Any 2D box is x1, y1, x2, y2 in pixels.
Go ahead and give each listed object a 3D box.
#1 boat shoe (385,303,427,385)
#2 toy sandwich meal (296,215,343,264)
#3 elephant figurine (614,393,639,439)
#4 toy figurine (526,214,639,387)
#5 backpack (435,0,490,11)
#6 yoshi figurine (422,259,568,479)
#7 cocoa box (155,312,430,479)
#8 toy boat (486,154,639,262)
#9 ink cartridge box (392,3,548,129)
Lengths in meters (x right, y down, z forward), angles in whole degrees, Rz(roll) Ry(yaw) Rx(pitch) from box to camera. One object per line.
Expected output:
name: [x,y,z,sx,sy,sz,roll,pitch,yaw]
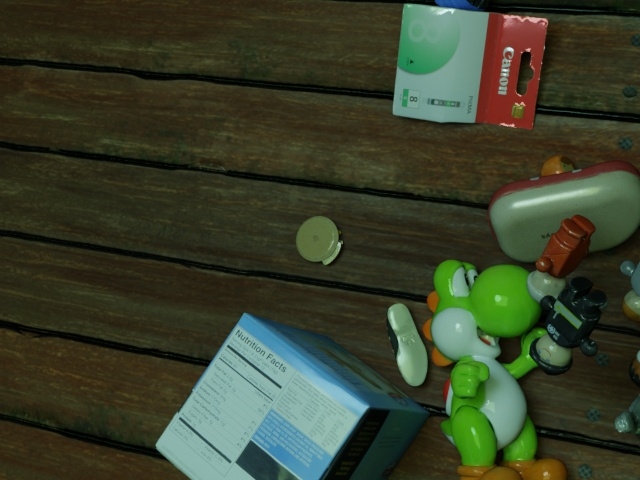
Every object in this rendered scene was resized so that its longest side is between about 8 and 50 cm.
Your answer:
boat shoe: [0.137,0.166,1.585,0.048,0.042,0.133,-15,75,-5]
toy sandwich meal: [0.000,0.000,1.670,0.085,0.029,0.086,-5,77,23]
elephant figurine: [0.552,0.262,1.351,0.239,0.169,0.186,38,89,25]
toy figurine: [0.386,0.091,1.344,0.209,0.213,0.148,14,129,-5]
backpack: [0.227,-0.424,1.632,0.101,0.098,0.120,-13,74,47]
yoshi figurine: [0.266,0.187,1.467,0.202,0.203,0.362,-12,74,1]
cocoa box: [-0.024,0.272,1.457,0.231,0.347,0.228,34,92,22]
toy boat: [0.368,-0.068,1.509,0.231,0.151,0.151,-11,48,17]
ink cartridge box: [0.233,-0.274,1.591,0.224,0.056,0.181,12,108,22]
